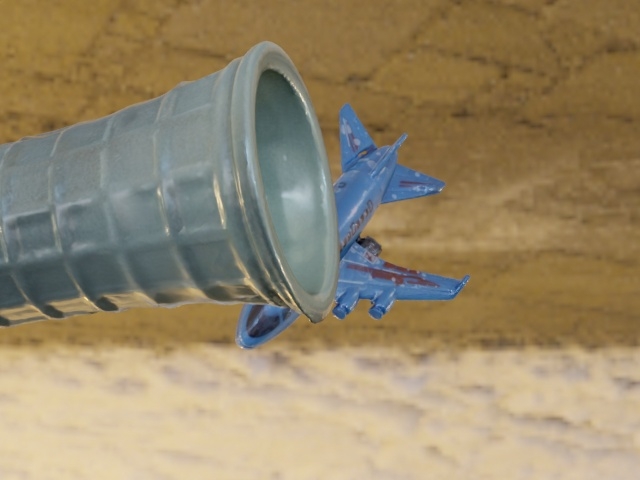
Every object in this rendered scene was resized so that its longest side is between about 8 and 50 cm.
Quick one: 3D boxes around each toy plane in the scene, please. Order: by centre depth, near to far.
[{"bbox_3d":[0.000,0.000,1.318,0.254,0.271,0.105,39,153,-2],"label":"toy plane"}]

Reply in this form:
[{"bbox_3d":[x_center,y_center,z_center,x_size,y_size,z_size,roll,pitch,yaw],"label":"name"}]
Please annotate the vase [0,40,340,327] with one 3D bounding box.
[{"bbox_3d":[-0.151,-0.004,0.786,0.298,0.143,0.143,-10,156,16],"label":"vase"}]
